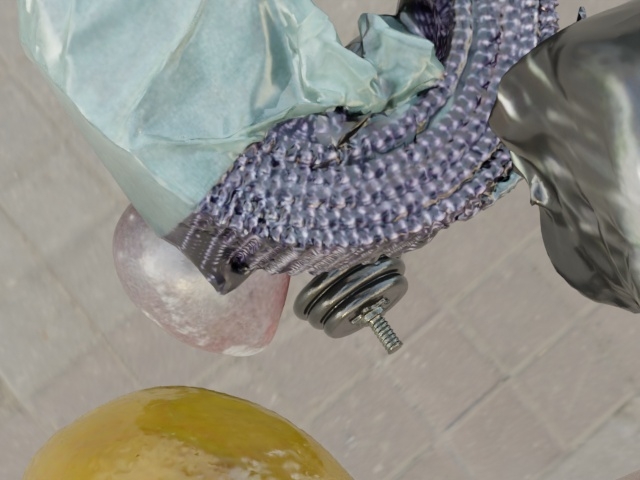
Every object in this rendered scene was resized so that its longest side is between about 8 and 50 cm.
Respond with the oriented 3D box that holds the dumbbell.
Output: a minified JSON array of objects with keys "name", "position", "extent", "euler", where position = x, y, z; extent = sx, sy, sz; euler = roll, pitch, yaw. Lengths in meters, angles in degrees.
[{"name":"dumbbell","position":[0.000,0.000,1.224],"extent":[0.099,0.099,0.208],"euler":[-32,74,-12]}]

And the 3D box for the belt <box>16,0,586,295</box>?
[{"name":"belt","position":[-0.024,-0.138,0.816],"extent":[0.260,0.122,0.325],"euler":[-37,92,-13]}]

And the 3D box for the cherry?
[{"name":"cherry","position":[-0.050,-0.002,1.115],"extent":[0.188,0.115,0.148],"euler":[-30,91,-17]}]

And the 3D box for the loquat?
[{"name":"loquat","position":[-0.046,0.166,0.706],"extent":[0.234,0.187,0.176],"euler":[35,85,27]}]

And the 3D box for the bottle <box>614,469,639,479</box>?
[{"name":"bottle","position":[0.141,0.171,0.517],"extent":[0.296,0.173,0.206],"euler":[-21,78,-13]}]

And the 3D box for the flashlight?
[{"name":"flashlight","position":[0.256,-0.095,0.536],"extent":[0.424,0.103,0.103],"euler":[-24,80,-18]}]
